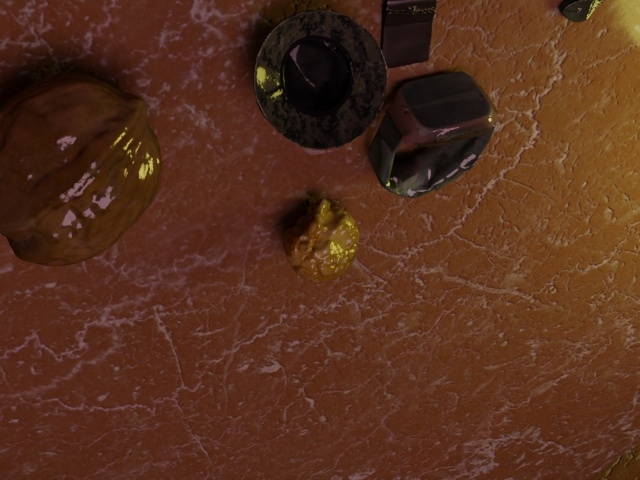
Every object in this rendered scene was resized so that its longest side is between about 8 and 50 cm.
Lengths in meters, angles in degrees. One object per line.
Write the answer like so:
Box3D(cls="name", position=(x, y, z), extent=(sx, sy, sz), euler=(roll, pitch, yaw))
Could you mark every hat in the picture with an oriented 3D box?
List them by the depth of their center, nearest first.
Box3D(cls="hat", position=(-0.012, -0.312, 1.779), extent=(0.265, 0.128, 0.265), euler=(-7, 118, -13))

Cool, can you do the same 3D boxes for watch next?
Box3D(cls="watch", position=(0.229, -0.198, 1.981), extent=(0.253, 0.161, 0.241), euler=(-13, 142, -12))

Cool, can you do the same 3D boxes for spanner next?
Box3D(cls="spanner", position=(0.632, -0.524, 1.942), extent=(0.325, 0.026, 0.093), euler=(-22, 136, -5))

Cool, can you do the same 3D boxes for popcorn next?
Box3D(cls="popcorn", position=(0.000, 0.000, 2.058), extent=(0.180, 0.170, 0.180), euler=(-40, 173, -6))

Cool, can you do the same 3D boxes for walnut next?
Box3D(cls="walnut", position=(-0.432, -0.130, 1.652), extent=(0.344, 0.306, 0.306), euler=(-42, 134, 7))

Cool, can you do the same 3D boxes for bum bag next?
Box3D(cls="bum bag", position=(0.169, -0.403, 1.847), extent=(0.109, 0.026, 0.159), euler=(-13, 134, -14))
